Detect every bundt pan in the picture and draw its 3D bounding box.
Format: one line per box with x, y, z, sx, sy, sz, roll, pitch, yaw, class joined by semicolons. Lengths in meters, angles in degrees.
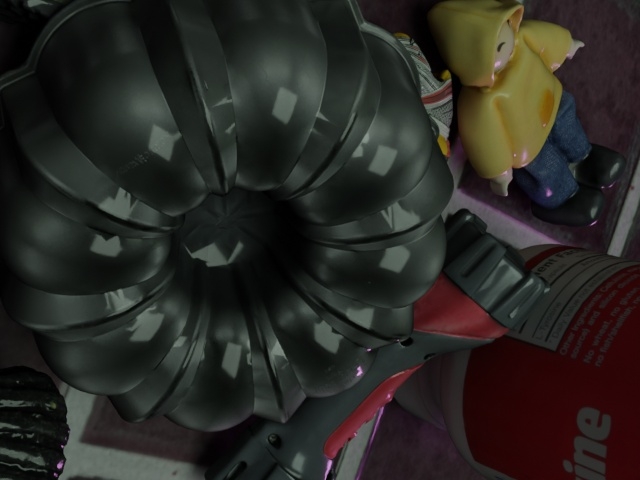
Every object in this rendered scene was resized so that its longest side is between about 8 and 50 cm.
-0.059;-0.008;0.694;0.330;0.124;0.331;-7;120;-12;bundt pan

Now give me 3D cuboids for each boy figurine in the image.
0.196;-0.137;1.006;0.177;0.092;0.285;-57;134;-16;boy figurine

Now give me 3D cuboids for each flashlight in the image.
0.049;0.115;0.868;0.304;0.103;0.103;-49;164;10;flashlight

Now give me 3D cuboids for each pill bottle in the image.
0.254;0.130;0.910;0.229;0.407;0.229;-11;108;-39;pill bottle

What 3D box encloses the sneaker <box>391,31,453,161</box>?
0.031;-0.134;0.876;0.225;0.088;0.093;18;80;-49;sneaker

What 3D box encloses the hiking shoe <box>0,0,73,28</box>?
-0.221;-0.215;0.635;0.227;0.086;0.114;27;74;-51;hiking shoe

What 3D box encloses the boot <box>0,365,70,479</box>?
-0.261;0.069;0.622;0.260;0.131;0.348;13;103;-36;boot
